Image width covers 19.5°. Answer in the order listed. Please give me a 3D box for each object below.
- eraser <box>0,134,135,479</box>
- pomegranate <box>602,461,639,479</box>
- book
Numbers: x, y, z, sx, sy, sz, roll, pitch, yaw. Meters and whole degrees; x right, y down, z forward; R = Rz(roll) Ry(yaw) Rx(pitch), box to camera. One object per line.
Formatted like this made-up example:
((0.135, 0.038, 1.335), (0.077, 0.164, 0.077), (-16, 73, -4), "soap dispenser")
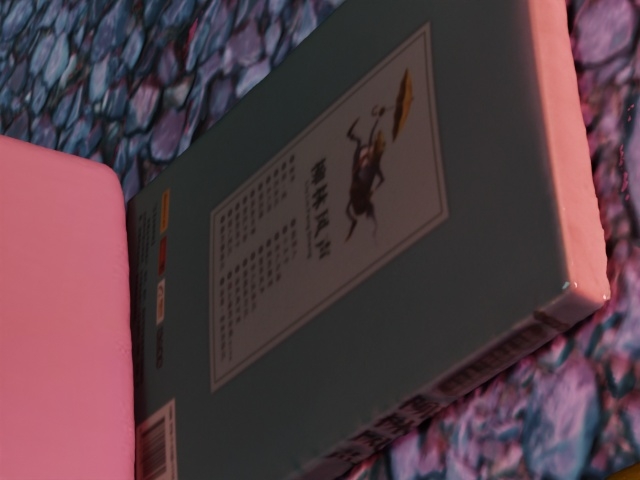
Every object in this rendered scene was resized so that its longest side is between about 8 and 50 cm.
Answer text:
((-0.210, 0.124, 1.084), (0.331, 0.150, 0.331), (-50, 31, 45), "eraser")
((0.127, 0.160, 0.590), (0.156, 0.156, 0.220), (-107, 15, -45), "pomegranate")
((0.000, 0.000, 0.966), (0.379, 0.031, 0.264), (-37, 45, 43), "book")
